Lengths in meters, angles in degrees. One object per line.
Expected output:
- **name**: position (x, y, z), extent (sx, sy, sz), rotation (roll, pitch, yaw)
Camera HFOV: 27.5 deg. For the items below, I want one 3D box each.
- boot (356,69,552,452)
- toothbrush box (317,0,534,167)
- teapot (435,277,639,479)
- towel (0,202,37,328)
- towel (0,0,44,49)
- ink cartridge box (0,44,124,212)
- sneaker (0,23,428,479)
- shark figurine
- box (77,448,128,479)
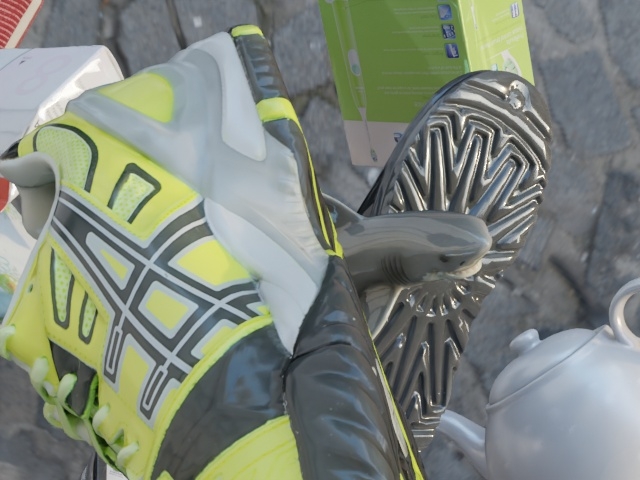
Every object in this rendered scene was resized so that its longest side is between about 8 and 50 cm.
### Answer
- **boot**: position (-0.001, 0.002, 1.291), extent (0.146, 0.445, 0.367), rotation (30, 81, -26)
- **toothbrush box**: position (0.119, -0.230, 1.489), extent (0.122, 0.206, 0.283), rotation (-29, 115, -41)
- **teapot**: position (0.266, 0.170, 1.347), extent (0.256, 0.252, 0.187), rotation (-32, 84, -13)
- **towel**: position (-0.454, -0.015, 1.615), extent (0.090, 0.374, 0.320), rotation (-40, 79, 7)
- **towel**: position (-0.502, -0.276, 1.754), extent (0.037, 0.329, 0.237), rotation (32, 92, 12)
- **ink cartridge box**: position (-0.299, -0.079, 1.104), extent (0.189, 0.066, 0.232), rotation (7, 41, 43)
- **sneaker**: position (-0.045, 0.065, 0.530), extent (0.147, 0.145, 0.385), rotation (-20, 40, 0)
- **shark figurine**: position (-0.012, 0.027, 0.956), extent (0.278, 0.166, 0.116), rotation (-33, 105, 14)
- **box**: position (-0.085, 0.257, 0.892), extent (0.231, 0.056, 0.183), rotation (23, 111, -19)
